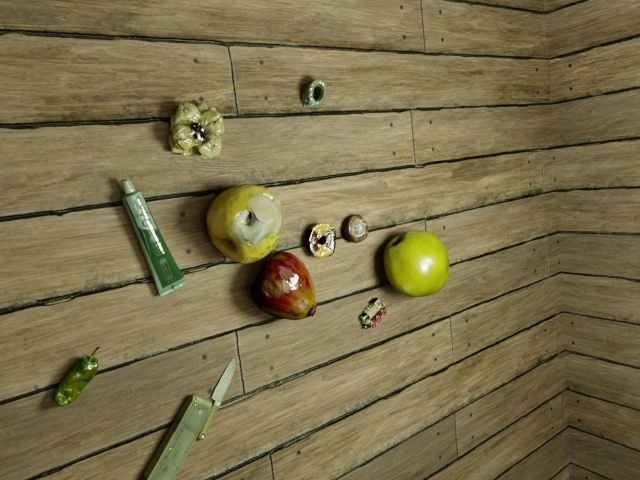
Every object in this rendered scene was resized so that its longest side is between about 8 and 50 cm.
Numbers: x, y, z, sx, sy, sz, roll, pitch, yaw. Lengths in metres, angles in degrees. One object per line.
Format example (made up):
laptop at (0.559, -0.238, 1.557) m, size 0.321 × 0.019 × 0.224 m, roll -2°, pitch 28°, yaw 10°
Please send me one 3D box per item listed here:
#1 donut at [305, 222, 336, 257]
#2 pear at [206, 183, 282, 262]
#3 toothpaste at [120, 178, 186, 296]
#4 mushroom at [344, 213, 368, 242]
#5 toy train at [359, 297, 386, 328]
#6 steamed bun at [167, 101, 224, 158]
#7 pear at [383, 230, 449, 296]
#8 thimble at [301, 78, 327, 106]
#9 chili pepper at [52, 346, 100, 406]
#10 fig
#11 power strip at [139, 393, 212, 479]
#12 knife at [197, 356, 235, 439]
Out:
donut at (0.000, 0.000, 1.955) m, size 0.140 × 0.059 × 0.140 m, roll -3°, pitch 95°, yaw -35°
pear at (-0.248, -0.062, 1.684) m, size 0.271 × 0.271 × 0.271 m, roll -2°, pitch 94°, yaw -35°
toothpaste at (-0.538, -0.011, 1.579) m, size 0.099 × 0.061 × 0.392 m, roll -29°, pitch 112°, yaw -31°
mushroom at (0.144, -0.048, 2.059) m, size 0.123 × 0.052 × 0.123 m, roll 3°, pitch 86°, yaw -41°
toy train at (0.223, 0.312, 2.137) m, size 0.138 × 0.050 × 0.087 m, roll -43°, pitch 111°, yaw -24°
steamed bun at (-0.394, -0.365, 1.629) m, size 0.178 × 0.106 × 0.192 m, roll 9°, pitch 86°, yaw -37°
pear at (0.404, 0.095, 2.117) m, size 0.294 × 0.294 × 0.294 m, roll -2°, pitch 94°, yaw -35°
thimble at (-0.025, -0.559, 1.904) m, size 0.084 × 0.062 × 0.110 m, roll 34°, pitch 73°, yaw -31°
chili pepper at (-0.704, 0.393, 1.478) m, size 0.204 × 0.073 × 0.072 m, roll -54°, pitch 138°, yaw -8°
fig at (-0.130, 0.172, 1.788) m, size 0.224 × 0.224 × 0.263 m, roll -40°, pitch 117°, yaw -27°
power strip at (-0.491, 0.700, 1.652) m, size 0.092 × 0.066 × 0.387 m, roll 40°, pitch 68°, yaw -32°
knife at (-0.363, 0.554, 1.757) m, size 0.047 × 0.017 × 0.297 m, roll 32°, pitch 75°, yaw -26°
